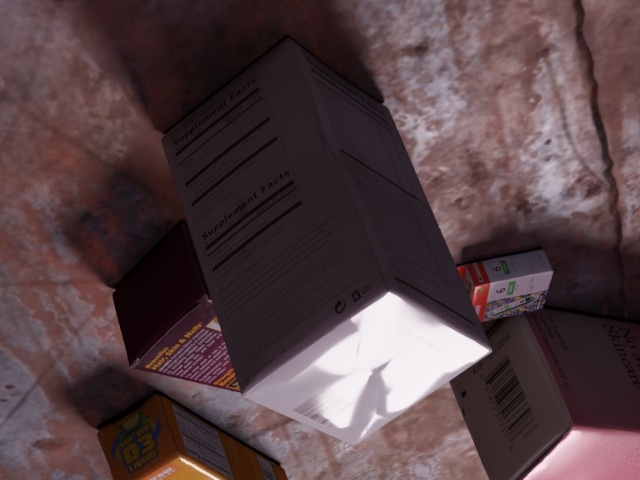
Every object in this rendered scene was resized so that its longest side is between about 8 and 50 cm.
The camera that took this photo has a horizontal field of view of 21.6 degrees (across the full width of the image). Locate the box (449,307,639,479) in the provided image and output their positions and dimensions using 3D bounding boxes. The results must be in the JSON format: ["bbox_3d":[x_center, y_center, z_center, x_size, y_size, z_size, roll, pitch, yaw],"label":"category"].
[{"bbox_3d":[0.268,0.167,1.651,0.232,0.149,0.127,9,134,-35],"label":"box"}]

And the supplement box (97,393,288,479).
[{"bbox_3d":[-0.112,0.230,1.616,0.078,0.080,0.233,-33,140,14],"label":"supplement box"}]

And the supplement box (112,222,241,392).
[{"bbox_3d":[-0.067,0.065,1.417,0.188,0.081,0.104,19,130,-41],"label":"supplement box"}]

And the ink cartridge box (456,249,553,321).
[{"bbox_3d":[0.151,0.047,1.540,0.115,0.029,0.063,-11,144,-13],"label":"ink cartridge box"}]

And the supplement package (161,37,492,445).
[{"bbox_3d":[0.000,0.000,1.223,0.134,0.244,0.139,-36,140,20],"label":"supplement package"}]
